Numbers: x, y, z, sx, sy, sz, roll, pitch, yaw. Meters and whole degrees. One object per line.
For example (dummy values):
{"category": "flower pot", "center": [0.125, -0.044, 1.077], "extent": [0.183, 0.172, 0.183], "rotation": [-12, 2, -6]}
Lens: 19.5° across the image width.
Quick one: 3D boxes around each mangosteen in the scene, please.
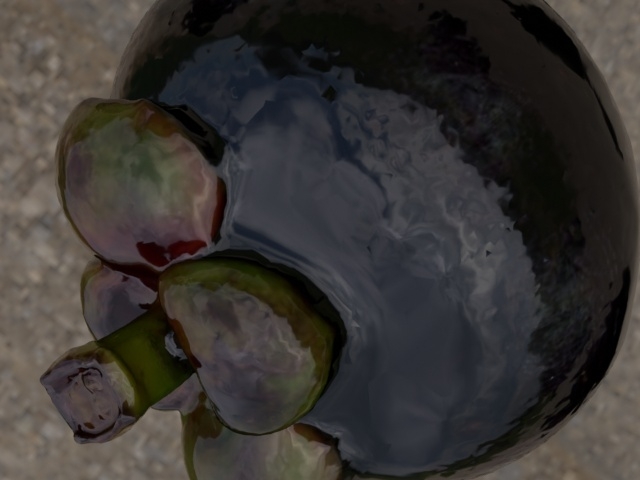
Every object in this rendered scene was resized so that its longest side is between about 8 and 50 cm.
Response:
{"category": "mangosteen", "center": [0.000, 0.000, 0.423], "extent": [0.137, 0.151, 0.137], "rotation": [34, 144, 29]}
